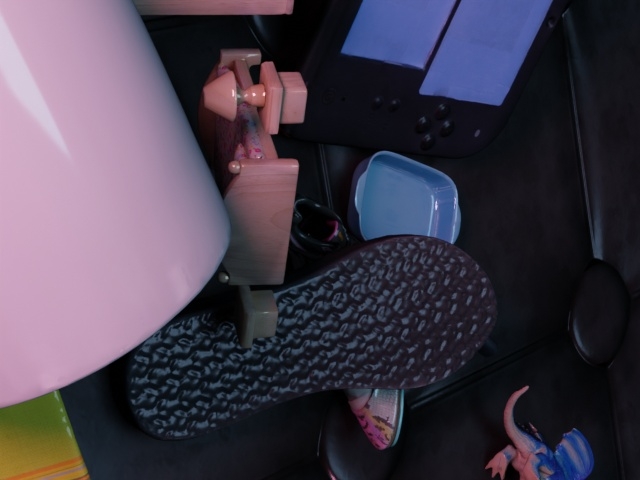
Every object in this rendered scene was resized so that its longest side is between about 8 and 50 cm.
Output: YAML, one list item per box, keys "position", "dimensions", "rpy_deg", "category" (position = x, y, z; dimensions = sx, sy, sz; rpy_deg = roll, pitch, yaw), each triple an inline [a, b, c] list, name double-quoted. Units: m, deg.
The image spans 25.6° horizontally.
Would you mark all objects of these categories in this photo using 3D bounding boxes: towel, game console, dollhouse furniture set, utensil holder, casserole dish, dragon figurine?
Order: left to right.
- position: [-0.276, -0.112, 1.067]
  dimensions: [0.327, 0.328, 0.385]
  rpy_deg: [-46, 123, -35]
  category: "utensil holder"
- position: [-0.269, 0.175, 1.250]
  dimensions: [0.102, 0.021, 0.237]
  rpy_deg: [-16, 106, -1]
  category: "towel"
- position: [-0.137, -0.126, 1.328]
  dimensions: [0.174, 0.303, 0.355]
  rpy_deg: [-2, 128, -14]
  category: "dollhouse furniture set"
- position: [0.093, -0.036, 1.646]
  dimensions: [0.188, 0.037, 0.114]
  rpy_deg: [17, 78, -45]
  category: "casserole dish"
- position: [0.147, -0.269, 1.554]
  dimensions: [0.342, 0.060, 0.386]
  rpy_deg: [0, 122, -46]
  category: "game console"
- position: [0.293, 0.288, 1.818]
  dimensions: [0.144, 0.085, 0.289]
  rpy_deg: [-32, 114, -41]
  category: "dragon figurine"

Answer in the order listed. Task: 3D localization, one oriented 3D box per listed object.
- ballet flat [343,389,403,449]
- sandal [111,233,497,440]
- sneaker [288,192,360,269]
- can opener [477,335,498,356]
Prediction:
- position: [0.057, 0.123, 1.595]
  dimensions: [0.079, 0.077, 0.221]
  rpy_deg: [15, 74, -26]
  category: "ballet flat"
- position: [-0.015, 0.086, 1.478]
  dimensions: [0.446, 0.107, 0.167]
  rpy_deg: [-10, 105, -28]
  category: "sandal"
- position: [0.000, 0.000, 1.522]
  dimensions: [0.178, 0.077, 0.072]
  rpy_deg: [30, 71, -43]
  category: "sneaker"
- position: [0.157, 0.090, 1.709]
  dimensions: [0.186, 0.073, 0.059]
  rpy_deg: [32, 30, -45]
  category: "can opener"
